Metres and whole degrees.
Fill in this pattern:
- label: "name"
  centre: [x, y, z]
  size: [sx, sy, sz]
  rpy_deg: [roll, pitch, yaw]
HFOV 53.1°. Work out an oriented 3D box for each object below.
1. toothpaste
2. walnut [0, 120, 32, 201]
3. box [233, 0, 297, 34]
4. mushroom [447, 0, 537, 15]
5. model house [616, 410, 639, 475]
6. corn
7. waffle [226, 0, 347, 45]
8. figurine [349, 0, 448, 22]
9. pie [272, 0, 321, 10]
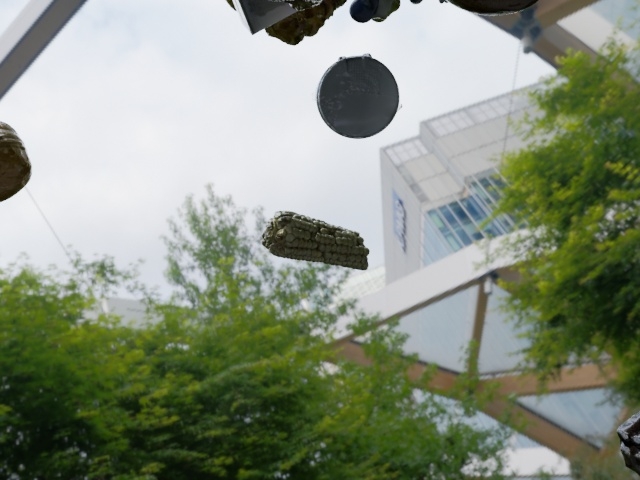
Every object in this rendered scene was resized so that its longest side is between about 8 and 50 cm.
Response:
- label: "toothpaste"
  centre: [0.038, -0.145, 0.659]
  size: [0.114, 0.299, 0.073]
  rpy_deg: [6, -78, 2]
- label: "walnut"
  centre: [-0.656, -0.143, 1.215]
  size: [0.197, 0.165, 0.165]
  rpy_deg: [-35, -32, -32]
- label: "box"
  centre: [-0.074, -0.396, 0.950]
  size: [0.129, 0.051, 0.130]
  rpy_deg: [-30, -39, -6]
- label: "mushroom"
  centre: [0.185, -0.394, 0.739]
  size: [0.148, 0.227, 0.217]
  rpy_deg: [-28, -26, -10]
- label: "model house"
  centre: [0.592, 0.266, 0.732]
  size: [0.317, 0.282, 0.297]
  rpy_deg: [40, -95, -13]
- label: "corn"
  centre: [0.000, 0.000, 1.141]
  size: [0.211, 0.087, 0.087]
  rpy_deg: [9, -51, -24]
- label: "waffle"
  centre: [-0.070, -0.512, 1.132]
  size: [0.302, 0.325, 0.068]
  rpy_deg: [38, -26, -23]
- label: "figurine"
  centre: [0.204, -0.630, 1.517]
  size: [0.338, 0.283, 0.204]
  rpy_deg: [-31, -46, -6]
- label: "pie"
  centre: [-0.046, -0.266, 0.655]
  size: [0.092, 0.170, 0.034]
  rpy_deg: [24, -88, -39]
